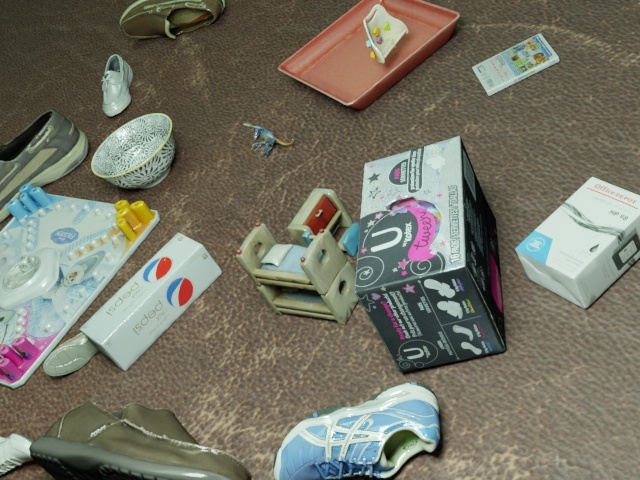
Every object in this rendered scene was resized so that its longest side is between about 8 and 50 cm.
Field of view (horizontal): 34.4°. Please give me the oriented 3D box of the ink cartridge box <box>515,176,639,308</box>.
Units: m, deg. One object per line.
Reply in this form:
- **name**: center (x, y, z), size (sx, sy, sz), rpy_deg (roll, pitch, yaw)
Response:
- **ink cartridge box**: center (0.343, -0.011, 1.273), size (0.180, 0.060, 0.104), rpy_deg (-42, 37, -13)

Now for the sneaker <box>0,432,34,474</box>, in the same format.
- **sneaker**: center (-0.451, 0.311, 1.488), size (0.152, 0.054, 0.061), rpy_deg (-7, 52, 39)

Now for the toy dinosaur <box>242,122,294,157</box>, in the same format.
- **toy dinosaur**: center (-0.093, -0.178, 1.813), size (0.090, 0.047, 0.082), rpy_deg (5, 30, -5)

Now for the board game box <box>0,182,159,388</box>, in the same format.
- **board game box**: center (-0.526, 0.058, 1.826), size (0.390, 0.050, 0.390), rpy_deg (9, 53, 41)

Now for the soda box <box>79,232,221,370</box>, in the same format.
- **soda box**: center (-0.256, 0.091, 1.579), size (0.216, 0.069, 0.074), rpy_deg (-47, 40, -18)

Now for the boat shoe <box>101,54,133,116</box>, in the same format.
- **boat shoe**: center (-0.437, -0.333, 2.197), size (0.066, 0.063, 0.184), rpy_deg (-17, 39, 19)

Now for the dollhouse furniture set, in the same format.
- **dollhouse furniture set**: center (0.000, 0.000, 1.448), size (0.129, 0.129, 0.183), rpy_deg (5, 50, 39)

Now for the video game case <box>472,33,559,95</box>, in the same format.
- **video game case**: center (0.309, -0.280, 1.646), size (0.122, 0.011, 0.087), rpy_deg (-26, 36, 8)

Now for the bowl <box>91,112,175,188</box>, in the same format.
- **bowl**: center (-0.326, -0.148, 1.892), size (0.170, 0.080, 0.170), rpy_deg (-19, 39, 16)

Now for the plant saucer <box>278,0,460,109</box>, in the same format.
- **plant saucer**: center (0.088, -0.336, 1.839), size (0.258, 0.047, 0.259), rpy_deg (-40, 38, -11)

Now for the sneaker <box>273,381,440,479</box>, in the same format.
- **sneaker**: center (0.040, 0.236, 1.190), size (0.211, 0.080, 0.081), rpy_deg (-27, 34, 9)

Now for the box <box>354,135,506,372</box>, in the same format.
- **box**: center (0.137, 0.015, 1.304), size (0.142, 0.163, 0.247), rpy_deg (-16, 39, 18)

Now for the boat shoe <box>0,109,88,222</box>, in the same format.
- **boat shoe**: center (-0.638, -0.139, 2.063), size (0.355, 0.130, 0.132), rpy_deg (-37, 35, -8)

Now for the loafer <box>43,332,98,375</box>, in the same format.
- **loafer**: center (-0.372, 0.167, 1.604), size (0.125, 0.045, 0.039), rpy_deg (-33, 19, -12)

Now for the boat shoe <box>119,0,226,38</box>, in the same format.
- **boat shoe**: center (-0.336, -0.492, 2.285), size (0.258, 0.095, 0.095), rpy_deg (-14, 46, 22)

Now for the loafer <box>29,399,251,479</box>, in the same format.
- **loafer**: center (-0.223, 0.260, 1.306), size (0.366, 0.133, 0.130), rpy_deg (4, 50, 38)

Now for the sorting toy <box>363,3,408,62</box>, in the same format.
- **sorting toy**: center (0.100, -0.355, 1.750), size (0.045, 0.075, 0.083), rpy_deg (11, 53, 42)
